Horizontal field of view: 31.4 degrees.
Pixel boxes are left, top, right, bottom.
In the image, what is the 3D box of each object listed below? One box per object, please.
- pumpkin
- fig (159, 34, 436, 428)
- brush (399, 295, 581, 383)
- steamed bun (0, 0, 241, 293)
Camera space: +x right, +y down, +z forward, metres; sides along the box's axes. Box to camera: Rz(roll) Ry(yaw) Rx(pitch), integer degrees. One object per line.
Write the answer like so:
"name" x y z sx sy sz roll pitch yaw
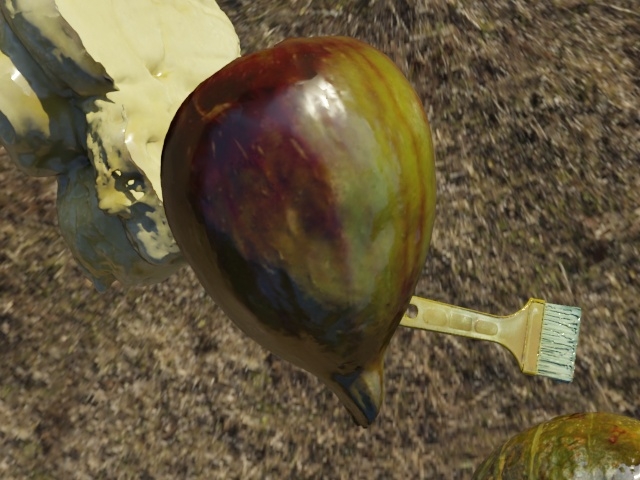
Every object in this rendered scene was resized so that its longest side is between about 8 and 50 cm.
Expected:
"pumpkin" 0.239 0.251 0.974 0.219 0.162 0.219 8 129 9
"fig" 0.000 0.000 0.446 0.109 0.103 0.155 -19 94 48
"brush" 0.166 0.087 1.159 0.218 0.010 0.082 13 74 -15
"steamed bun" -0.109 -0.073 0.633 0.106 0.192 0.177 -24 104 31
